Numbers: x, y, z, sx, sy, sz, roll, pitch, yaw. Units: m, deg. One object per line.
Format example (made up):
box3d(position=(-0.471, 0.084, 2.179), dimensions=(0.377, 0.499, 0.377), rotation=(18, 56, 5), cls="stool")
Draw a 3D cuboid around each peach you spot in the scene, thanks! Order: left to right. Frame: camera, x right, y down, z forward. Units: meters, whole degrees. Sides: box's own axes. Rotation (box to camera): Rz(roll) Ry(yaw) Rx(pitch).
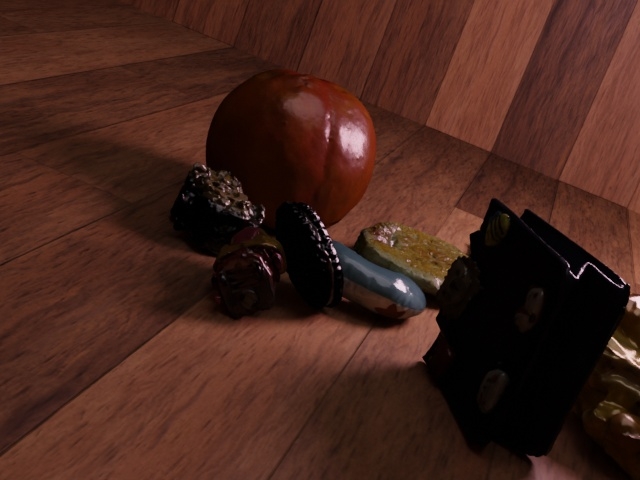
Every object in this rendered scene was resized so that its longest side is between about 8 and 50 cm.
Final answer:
box3d(position=(-0.058, -0.188, 2.218), dimensions=(0.342, 0.302, 0.343), rotation=(20, 18, -7), cls="peach")

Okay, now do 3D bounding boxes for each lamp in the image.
box3d(position=(-0.112, 0.040, 1.801), dimensions=(0.118, 0.118, 0.253), rotation=(19, 14, -5), cls="lamp")

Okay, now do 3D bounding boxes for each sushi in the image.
box3d(position=(-0.200, -0.063, 1.993), dimensions=(0.147, 0.115, 0.212), rotation=(14, 19, -24), cls="sushi")

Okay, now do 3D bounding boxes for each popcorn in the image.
box3d(position=(0.514, 0.240, 1.762), dimensions=(0.264, 0.225, 0.332), rotation=(11, 38, 6), cls="popcorn")

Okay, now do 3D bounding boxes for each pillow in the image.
box3d(position=(0.082, 0.067, 1.971), dimensions=(0.233, 0.086, 0.214), rotation=(24, 8, 1), cls="pillow")

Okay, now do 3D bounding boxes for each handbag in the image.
box3d(position=(0.280, 0.123, 1.662), dimensions=(0.122, 0.303, 0.329), rotation=(16, 17, -24), cls="handbag")

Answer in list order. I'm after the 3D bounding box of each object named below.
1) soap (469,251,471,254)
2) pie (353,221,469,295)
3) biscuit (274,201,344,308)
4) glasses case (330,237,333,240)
box3d(position=(0.385, 0.032, 2.520), dimensions=(0.089, 0.033, 0.168), rotation=(25, 17, 5), cls="soap")
box3d(position=(0.201, 0.052, 2.196), dimensions=(0.277, 0.079, 0.277), rotation=(20, 22, -8), cls="pie")
box3d(position=(-0.021, 0.025, 1.840), dimensions=(0.053, 0.195, 0.194), rotation=(-20, 33, -19), cls="biscuit")
box3d(position=(0.000, 0.000, 2.187), dimensions=(0.033, 0.023, 0.083), rotation=(25, 18, 19), cls="glasses case")
